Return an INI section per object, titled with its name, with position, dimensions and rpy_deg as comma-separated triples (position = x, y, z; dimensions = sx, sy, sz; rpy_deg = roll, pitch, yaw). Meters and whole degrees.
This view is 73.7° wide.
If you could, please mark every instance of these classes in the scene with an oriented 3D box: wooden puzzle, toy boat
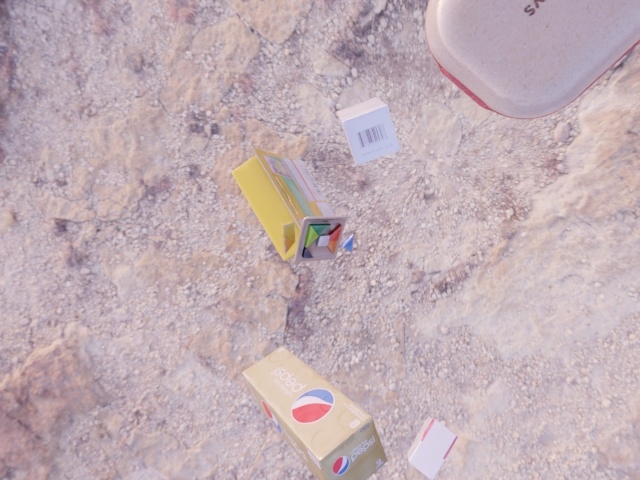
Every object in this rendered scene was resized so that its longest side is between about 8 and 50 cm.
[wooden puzzle]
position = 0.000, 0.000, 0.570
dimensions = 0.014, 0.116, 0.079
rpy_deg = 48, 138, 44
[toy boat]
position = 0.203, -0.222, 0.346
dimensions = 0.151, 0.151, 0.231
rpy_deg = 41, 128, 0

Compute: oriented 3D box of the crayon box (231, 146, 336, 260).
[crayon box]
position = -0.062, -0.076, 0.900
dimensions = 0.083, 0.323, 0.203
rpy_deg = -31, 87, 14

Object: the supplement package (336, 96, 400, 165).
[supplement package]
position = 0.107, -0.257, 0.988
dimensions = 0.105, 0.179, 0.105
rpy_deg = -19, 113, 8

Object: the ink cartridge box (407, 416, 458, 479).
[ink cartridge box]
position = 0.256, 0.475, 0.989
dimensions = 0.063, 0.150, 0.109
rpy_deg = 32, 78, 19

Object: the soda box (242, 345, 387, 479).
[soda box]
position = -0.015, 0.180, 0.449
dimensions = 0.061, 0.181, 0.058
rpy_deg = -29, 113, -24
